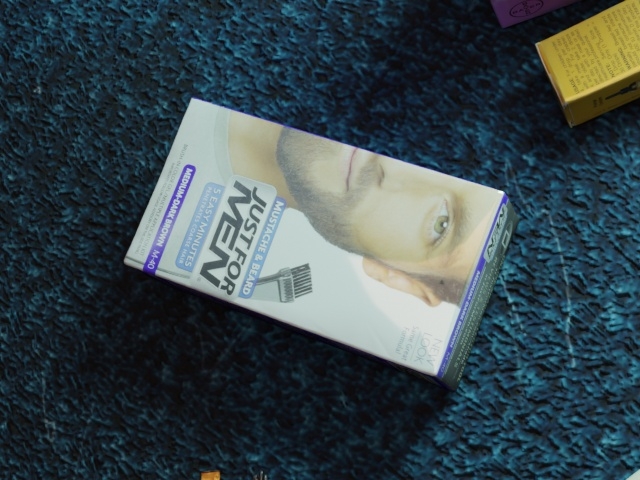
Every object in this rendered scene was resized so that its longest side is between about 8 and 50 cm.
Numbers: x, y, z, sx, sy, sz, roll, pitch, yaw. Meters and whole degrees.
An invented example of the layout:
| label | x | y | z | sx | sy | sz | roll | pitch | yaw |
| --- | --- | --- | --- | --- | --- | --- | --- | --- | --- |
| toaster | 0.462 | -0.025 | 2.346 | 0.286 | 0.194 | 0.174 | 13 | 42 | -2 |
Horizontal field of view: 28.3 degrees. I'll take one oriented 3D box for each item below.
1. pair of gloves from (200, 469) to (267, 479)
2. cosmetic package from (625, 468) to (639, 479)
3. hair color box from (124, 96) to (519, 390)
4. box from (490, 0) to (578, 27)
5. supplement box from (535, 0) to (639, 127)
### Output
| label | x | y | z | sx | sy | sz | roll | pitch | yaw |
| --- | --- | --- | --- | --- | --- | --- | --- | --- | --- |
| pair of gloves | -0.085 | 0.263 | 1.246 | 0.083 | 0.010 | 0.074 | -2 | 76 | 17 |
| cosmetic package | 0.395 | 0.162 | 1.039 | 0.309 | 0.160 | 0.113 | -38 | 70 | 7 |
| hair color box | 0.000 | 0.000 | 1.233 | 0.339 | 0.110 | 0.185 | 18 | 82 | 19 |
| box | 0.233 | -0.323 | 1.164 | 0.214 | 0.243 | 0.117 | -18 | 72 | 12 |
| supplement box | 0.325 | -0.194 | 1.192 | 0.233 | 0.078 | 0.080 | -26 | 70 | 9 |
